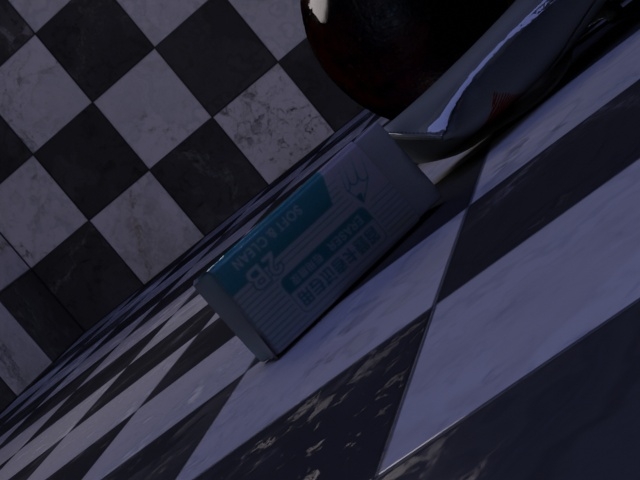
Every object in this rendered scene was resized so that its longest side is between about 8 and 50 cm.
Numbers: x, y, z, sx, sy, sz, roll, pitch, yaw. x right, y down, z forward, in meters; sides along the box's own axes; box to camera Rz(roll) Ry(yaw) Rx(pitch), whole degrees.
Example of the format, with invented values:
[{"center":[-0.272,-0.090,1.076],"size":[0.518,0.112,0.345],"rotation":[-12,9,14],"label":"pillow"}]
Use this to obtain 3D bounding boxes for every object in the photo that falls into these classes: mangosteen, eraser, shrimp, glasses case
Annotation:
[{"center":[0.146,-0.300,1.585],"size":[0.360,0.306,0.306],"rotation":[-18,19,42],"label":"mangosteen"},{"center":[0.000,0.000,1.173],"size":[0.225,0.095,0.052],"rotation":[-43,3,-26],"label":"eraser"},{"center":[0.263,-0.210,1.454],"size":[0.148,0.035,0.195],"rotation":[-32,8,40],"label":"shrimp"},{"center":[0.200,-0.183,1.348],"size":[0.308,0.083,0.128],"rotation":[-46,18,-10],"label":"glasses case"}]

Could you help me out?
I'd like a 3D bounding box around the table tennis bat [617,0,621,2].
[{"center":[0.326,-0.273,1.613],"size":[0.158,0.014,0.095],"rotation":[-35,8,25],"label":"table tennis bat"}]
